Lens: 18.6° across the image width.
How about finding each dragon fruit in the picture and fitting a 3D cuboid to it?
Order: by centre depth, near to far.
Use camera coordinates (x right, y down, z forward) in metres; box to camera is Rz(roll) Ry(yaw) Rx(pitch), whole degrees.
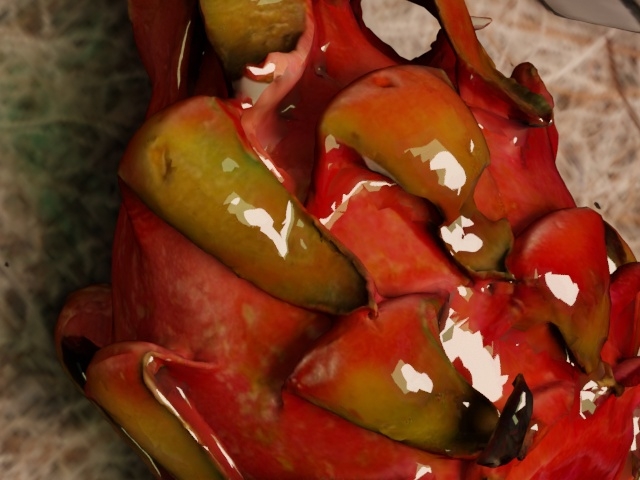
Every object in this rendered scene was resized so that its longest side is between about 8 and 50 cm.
[{"bbox_3d":[0.017,0.005,0.756,0.227,0.243,0.307,-39,140,-60],"label":"dragon fruit"}]

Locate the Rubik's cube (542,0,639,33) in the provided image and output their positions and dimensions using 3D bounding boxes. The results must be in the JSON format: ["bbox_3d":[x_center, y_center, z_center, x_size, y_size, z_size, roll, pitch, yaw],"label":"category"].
[{"bbox_3d":[0.187,-0.231,0.765,0.259,0.256,0.253,39,74,-46],"label":"Rubik's cube"}]
